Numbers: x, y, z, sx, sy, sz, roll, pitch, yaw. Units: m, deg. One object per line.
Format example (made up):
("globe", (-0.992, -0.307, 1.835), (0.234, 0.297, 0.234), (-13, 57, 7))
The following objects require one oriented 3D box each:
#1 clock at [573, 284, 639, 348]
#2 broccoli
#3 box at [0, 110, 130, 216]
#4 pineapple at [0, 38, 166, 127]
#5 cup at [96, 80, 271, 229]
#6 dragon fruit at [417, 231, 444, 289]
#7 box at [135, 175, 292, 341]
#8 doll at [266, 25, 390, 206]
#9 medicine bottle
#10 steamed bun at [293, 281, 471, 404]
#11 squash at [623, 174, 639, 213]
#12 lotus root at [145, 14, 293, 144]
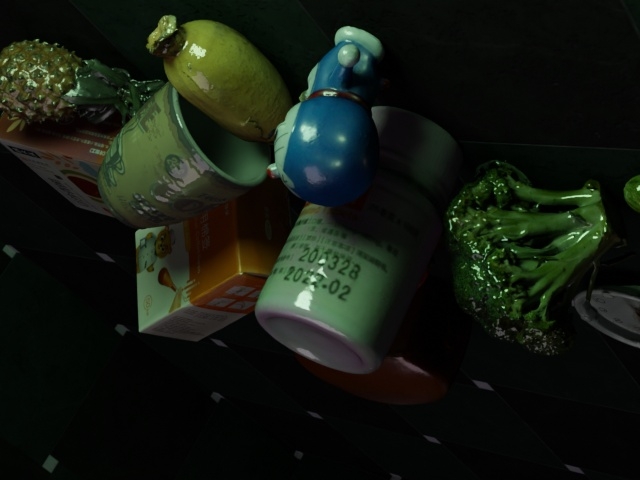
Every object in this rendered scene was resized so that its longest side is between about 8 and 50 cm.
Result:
("clock", (0.567, 0.130, 2.110), (0.236, 0.053, 0.236), (24, 161, 9))
("broccoli", (0.338, 0.029, 1.860), (0.283, 0.321, 0.304), (-28, 144, 26))
("box", (-0.405, -0.146, 2.418), (0.385, 0.122, 0.344), (15, 163, 26))
("pineapple", (-0.409, -0.271, 2.158), (0.364, 0.166, 0.165), (11, 157, 12))
("cup", (-0.230, -0.148, 2.046), (0.257, 0.301, 0.227), (-28, 88, 32))
("dragon fruit", (0.082, 0.026, 2.161), (0.237, 0.231, 0.303), (26, 158, 6))
("box", (-0.200, 0.030, 2.245), (0.143, 0.225, 0.341), (13, 150, -37))
("doll", (0.015, -0.178, 1.720), (0.161, 0.257, 0.215), (10, 155, 5))
("medicine bottle", (0.070, -0.003, 1.883), (0.219, 0.388, 0.219), (23, 161, 9))
("steamed bun", (0.146, 0.220, 2.544), (0.379, 0.235, 0.248), (3, 150, 37))
("squash", (0.551, -0.037, 1.706), (0.238, 0.069, 0.069), (21, 159, 11))
("lotus root", (-0.144, -0.257, 1.878), (0.146, 0.131, 0.303), (5, 155, 47))
